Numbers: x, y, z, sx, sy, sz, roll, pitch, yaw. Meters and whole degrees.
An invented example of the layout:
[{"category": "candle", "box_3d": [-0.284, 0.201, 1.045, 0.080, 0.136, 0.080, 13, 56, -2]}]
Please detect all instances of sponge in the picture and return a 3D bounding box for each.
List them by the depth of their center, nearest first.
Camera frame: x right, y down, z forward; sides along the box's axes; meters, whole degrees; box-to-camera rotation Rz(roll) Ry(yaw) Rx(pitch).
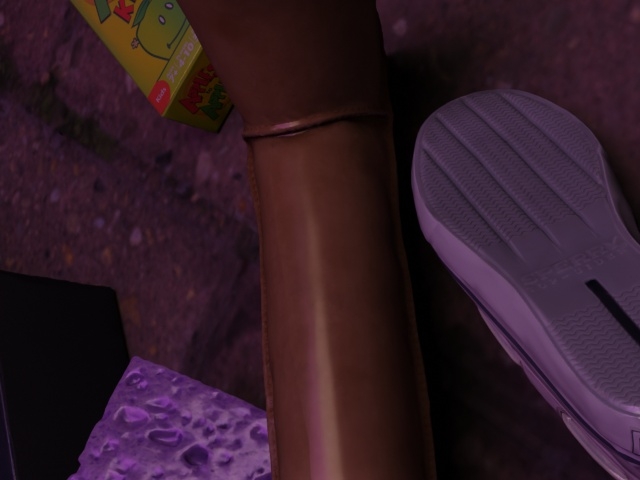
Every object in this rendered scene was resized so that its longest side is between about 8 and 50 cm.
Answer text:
[{"category": "sponge", "box_3d": [-0.086, 0.170, 0.588, 0.117, 0.031, 0.210, 20, 71, 20]}]

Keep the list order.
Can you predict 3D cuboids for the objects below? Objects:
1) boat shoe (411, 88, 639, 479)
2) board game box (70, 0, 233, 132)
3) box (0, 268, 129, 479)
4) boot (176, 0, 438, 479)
[{"category": "boat shoe", "box_3d": [0.093, 0.022, 0.491, 0.083, 0.076, 0.226, -17, 36, 0]}, {"category": "board game box", "box_3d": [-0.097, -0.155, 0.746, 0.092, 0.043, 0.181, -57, 48, 20]}, {"category": "box", "box_3d": [-0.187, 0.176, 0.723, 0.184, 0.103, 0.261, -35, 58, 31]}, {"category": "boot", "box_3d": [0.000, 0.000, 0.507, 0.089, 0.236, 0.270, -11, 69, 15]}]
